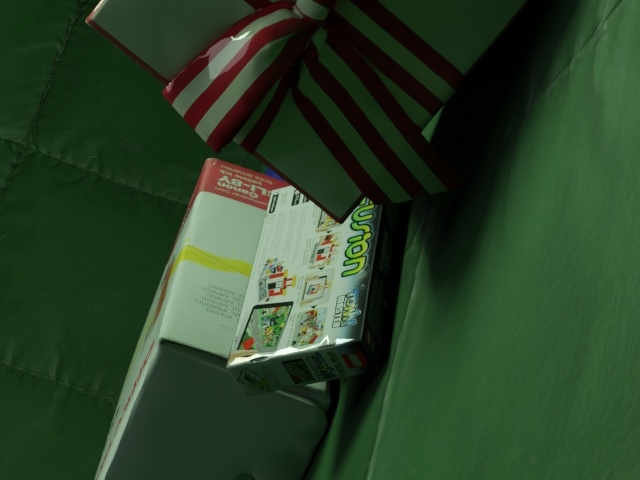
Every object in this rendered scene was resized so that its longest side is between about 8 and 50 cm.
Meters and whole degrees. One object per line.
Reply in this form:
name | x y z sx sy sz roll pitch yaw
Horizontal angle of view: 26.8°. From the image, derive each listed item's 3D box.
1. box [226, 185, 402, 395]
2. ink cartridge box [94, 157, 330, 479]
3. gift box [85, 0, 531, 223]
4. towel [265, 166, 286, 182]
box | 0.000 0.027 1.070 0.207 0.114 0.036 -78 -33 -46
ink cartridge box | -0.101 0.131 1.304 0.385 0.160 0.279 -86 18 -64
gift box | 0.020 -0.179 0.966 0.255 0.276 0.258 -55 8 13
towel | -0.040 -0.028 1.642 0.308 0.076 0.228 -85 9 -60
